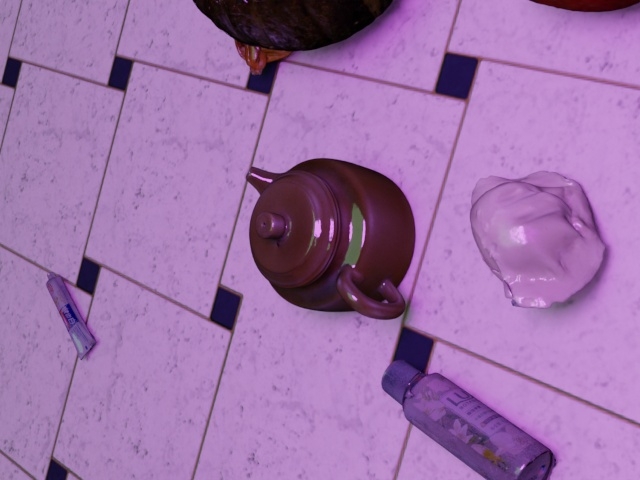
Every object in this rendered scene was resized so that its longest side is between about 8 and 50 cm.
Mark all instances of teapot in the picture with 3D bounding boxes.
[{"bbox_3d":[0.000,0.000,1.233,0.267,0.175,0.185,49,118,35],"label":"teapot"}]

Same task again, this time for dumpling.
[{"bbox_3d":[0.225,-0.014,1.087,0.127,0.108,0.188,-28,46,11],"label":"dumpling"}]

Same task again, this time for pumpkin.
[{"bbox_3d":[-0.037,-0.386,1.276,0.320,0.192,0.320,-3,78,13],"label":"pumpkin"}]

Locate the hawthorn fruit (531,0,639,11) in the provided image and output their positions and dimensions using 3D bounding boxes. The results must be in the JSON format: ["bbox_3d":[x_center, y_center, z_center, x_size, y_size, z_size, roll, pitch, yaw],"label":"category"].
[{"bbox_3d":[0.278,-0.328,1.011,0.250,0.215,0.215,16,94,44],"label":"hawthorn fruit"}]

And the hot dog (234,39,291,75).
[{"bbox_3d":[-0.078,-0.349,1.418,0.102,0.076,0.249,-4,80,38],"label":"hot dog"}]

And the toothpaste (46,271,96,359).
[{"bbox_3d":[-0.409,0.116,1.680,0.045,0.028,0.170,-46,58,19],"label":"toothpaste"}]

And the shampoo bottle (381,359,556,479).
[{"bbox_3d":[0.154,0.200,1.135,0.214,0.072,0.072,32,105,40],"label":"shampoo bottle"}]
